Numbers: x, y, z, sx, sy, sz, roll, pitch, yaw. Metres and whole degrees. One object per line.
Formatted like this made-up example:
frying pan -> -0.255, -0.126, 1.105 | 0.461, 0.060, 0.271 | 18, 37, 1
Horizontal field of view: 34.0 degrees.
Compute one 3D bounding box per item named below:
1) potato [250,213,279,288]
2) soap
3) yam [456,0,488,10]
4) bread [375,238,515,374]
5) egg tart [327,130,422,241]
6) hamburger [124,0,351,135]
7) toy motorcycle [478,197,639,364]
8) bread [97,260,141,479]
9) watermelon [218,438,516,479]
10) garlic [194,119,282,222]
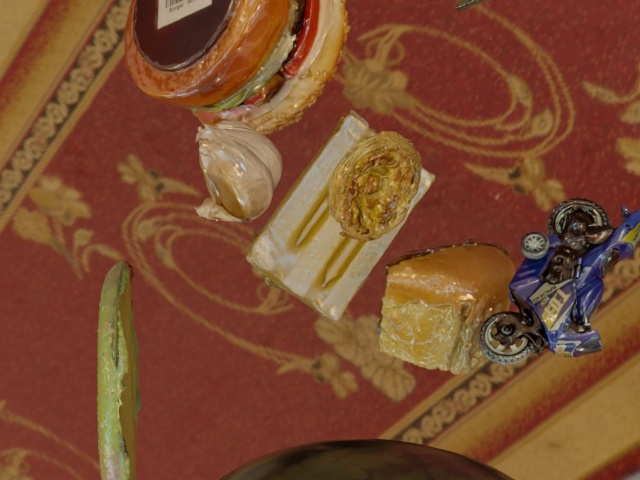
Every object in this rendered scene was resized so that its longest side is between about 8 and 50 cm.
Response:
potato -> 0.000, 0.000, 1.962 | 0.176, 0.298, 0.141 | 55, 142, 11
soap -> 0.031, -0.041, 1.799 | 0.199, 0.091, 0.315 | 35, 81, -8
yam -> 0.305, -0.406, 1.663 | 0.234, 0.029, 0.027 | -15, 77, 50
bread -> 0.230, 0.108, 1.768 | 0.162, 0.262, 0.204 | -132, 38, -51
egg tart -> 0.053, -0.062, 1.123 | 0.049, 0.128, 0.129 | 35, 133, 45
hamburger -> -0.128, -0.330, 1.625 | 0.330, 0.250, 0.330 | -12, 71, 39
toy motorcycle -> 0.363, 0.067, 1.524 | 0.169, 0.315, 0.113 | 25, 156, 27
bread -> -0.235, 0.170, 1.214 | 0.045, 0.301, 0.301 | -2, 119, -9
watermelon -> 0.044, 0.261, 0.627 | 0.279, 0.279, 0.359 | -22, 145, 31
garlic -> -0.073, -0.064, 0.914 | 0.113, 0.074, 0.094 | 38, 142, 58
